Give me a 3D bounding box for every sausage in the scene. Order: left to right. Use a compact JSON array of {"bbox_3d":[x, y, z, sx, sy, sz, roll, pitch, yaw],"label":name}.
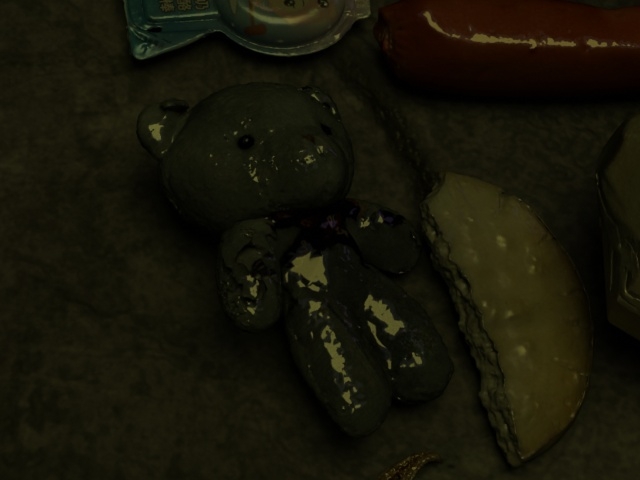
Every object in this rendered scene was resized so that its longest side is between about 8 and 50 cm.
[{"bbox_3d":[0.224,-0.187,1.470,0.349,0.097,0.094,3,71,-9],"label":"sausage"}]

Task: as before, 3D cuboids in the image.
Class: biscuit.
[{"bbox_3d":[0.182,0.055,1.357,0.141,0.038,0.289,-8,68,-26],"label":"biscuit"}]

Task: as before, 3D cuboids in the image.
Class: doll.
[{"bbox_3d":[0.002,-0.006,1.297,0.246,0.158,0.340,-14,61,-40],"label":"doll"}]

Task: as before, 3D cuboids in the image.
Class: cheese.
[{"bbox_3d":[-0.071,-0.234,1.466,0.245,0.052,0.135,-6,63,-13],"label":"cheese"}]

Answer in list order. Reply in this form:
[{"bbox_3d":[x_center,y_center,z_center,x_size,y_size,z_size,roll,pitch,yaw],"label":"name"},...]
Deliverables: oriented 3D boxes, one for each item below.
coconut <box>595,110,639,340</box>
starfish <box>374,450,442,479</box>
[{"bbox_3d":[0.386,-0.020,1.300,0.323,0.323,0.323,4,62,-8],"label":"coconut"},{"bbox_3d":[0.042,0.261,1.222,0.238,0.057,0.213,11,53,-8],"label":"starfish"}]
